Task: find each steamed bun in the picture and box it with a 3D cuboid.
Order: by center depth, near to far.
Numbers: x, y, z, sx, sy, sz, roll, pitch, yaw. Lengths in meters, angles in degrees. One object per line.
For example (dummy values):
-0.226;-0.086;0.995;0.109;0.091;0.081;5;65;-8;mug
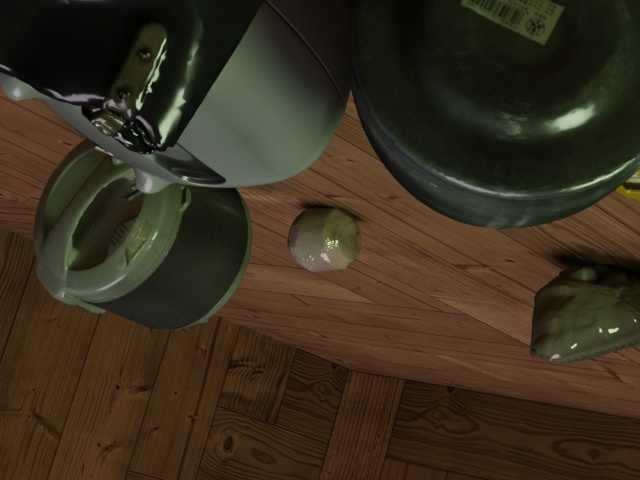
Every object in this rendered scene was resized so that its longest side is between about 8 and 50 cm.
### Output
0.410;0.103;1.966;0.218;0.144;0.211;-18;168;12;steamed bun

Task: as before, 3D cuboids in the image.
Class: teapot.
0.171;-0.140;1.007;0.239;0.322;0.239;48;170;12;teapot

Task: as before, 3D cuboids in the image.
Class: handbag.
-0.171;-0.223;0.821;0.342;0.288;0.152;20;170;-21;handbag

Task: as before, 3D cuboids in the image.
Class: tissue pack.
-0.114;-0.176;1.078;0.229;0.235;0.333;9;166;26;tissue pack

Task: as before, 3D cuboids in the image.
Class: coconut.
0.000;0.000;2.120;0.124;0.110;0.110;-1;161;34;coconut

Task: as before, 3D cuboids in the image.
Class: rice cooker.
-0.278;-0.013;2.003;0.288;0.288;0.277;7;167;38;rice cooker

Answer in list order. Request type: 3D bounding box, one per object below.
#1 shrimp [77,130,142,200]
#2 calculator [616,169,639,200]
-0.204;-0.131;1.607;0.372;0.172;0.137;16;176;-40;shrimp
0.370;-0.076;1.423;0.146;0.032;0.235;7;164;39;calculator
